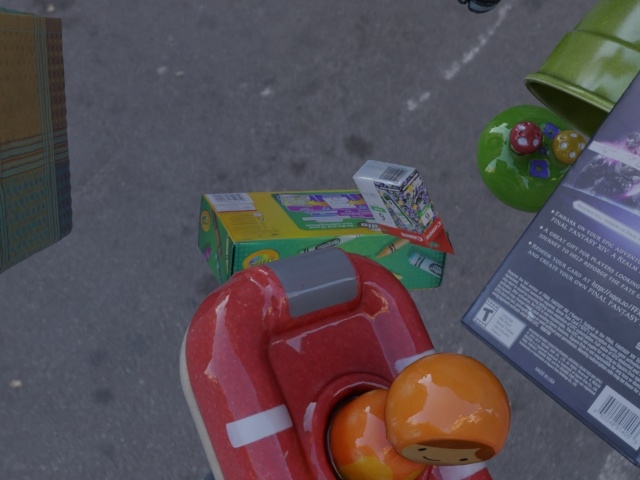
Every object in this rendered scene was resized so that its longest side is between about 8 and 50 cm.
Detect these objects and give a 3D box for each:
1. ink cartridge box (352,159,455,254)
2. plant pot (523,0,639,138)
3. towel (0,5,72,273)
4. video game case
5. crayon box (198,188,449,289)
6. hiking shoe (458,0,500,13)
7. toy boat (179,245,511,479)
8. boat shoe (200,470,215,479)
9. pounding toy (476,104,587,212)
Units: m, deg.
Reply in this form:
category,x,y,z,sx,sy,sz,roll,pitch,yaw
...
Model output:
category,x,y,z,sx,sy,sz,roll,pitch,yaw
ink cartridge box,0.082,-0.023,0.878,0.063,0.115,0.029,16,55,46
plant pot,0.485,-0.237,1.036,0.366,0.366,0.353,36,100,24
towel,-0.330,-0.099,0.910,0.040,0.370,0.271,2,101,3
video game case,0.245,0.001,0.670,0.274,0.026,0.196,-55,40,5
crayon box,0.000,0.000,1.152,0.279,0.081,0.165,-3,23,-20
hiking shoe,0.209,-0.513,1.524,0.304,0.132,0.113,29,65,-15
toy boat,0.037,0.103,0.465,0.151,0.151,0.231,-15,77,-38
boat shoe,0.020,0.294,0.828,0.301,0.108,0.102,39,102,-7
pounding toy,0.360,-0.120,1.432,0.183,0.110,0.236,-24,81,-12
